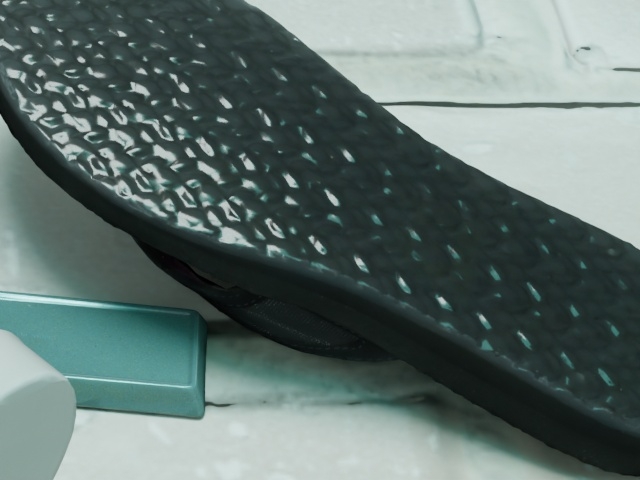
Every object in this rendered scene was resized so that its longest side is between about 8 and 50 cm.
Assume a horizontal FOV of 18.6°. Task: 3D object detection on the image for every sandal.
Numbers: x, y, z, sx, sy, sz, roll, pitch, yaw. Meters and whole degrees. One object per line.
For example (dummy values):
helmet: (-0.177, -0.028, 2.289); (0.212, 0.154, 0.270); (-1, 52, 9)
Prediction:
sandal: (0.000, 0.002, 1.036); (0.446, 0.107, 0.167); (32, 46, 0)

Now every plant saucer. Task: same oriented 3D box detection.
plant saucer: (-0.153, 0.052, 0.997); (0.192, 0.018, 0.067); (5, 45, -7)

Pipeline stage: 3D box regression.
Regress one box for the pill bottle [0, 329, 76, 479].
pill bottle: (-0.263, 0.034, 0.885); (0.301, 0.169, 0.169); (33, 49, 19)
